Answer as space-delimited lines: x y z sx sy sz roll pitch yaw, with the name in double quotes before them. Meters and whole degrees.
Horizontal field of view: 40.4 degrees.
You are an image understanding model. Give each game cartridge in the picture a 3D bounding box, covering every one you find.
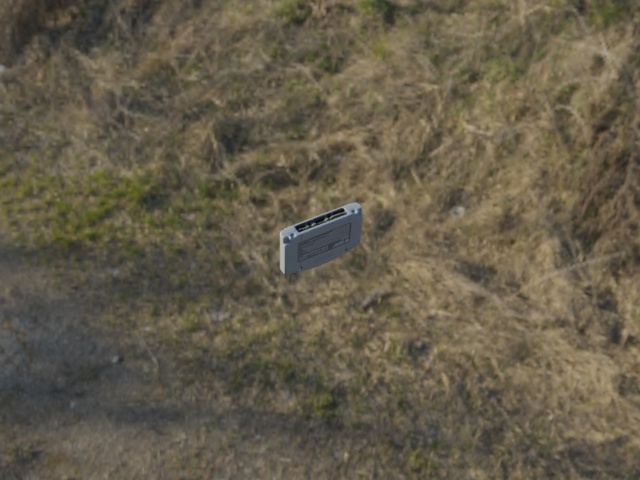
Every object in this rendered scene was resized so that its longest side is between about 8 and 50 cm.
"game cartridge" 0.000 0.000 0.802 0.083 0.056 0.017 -21 48 -21
